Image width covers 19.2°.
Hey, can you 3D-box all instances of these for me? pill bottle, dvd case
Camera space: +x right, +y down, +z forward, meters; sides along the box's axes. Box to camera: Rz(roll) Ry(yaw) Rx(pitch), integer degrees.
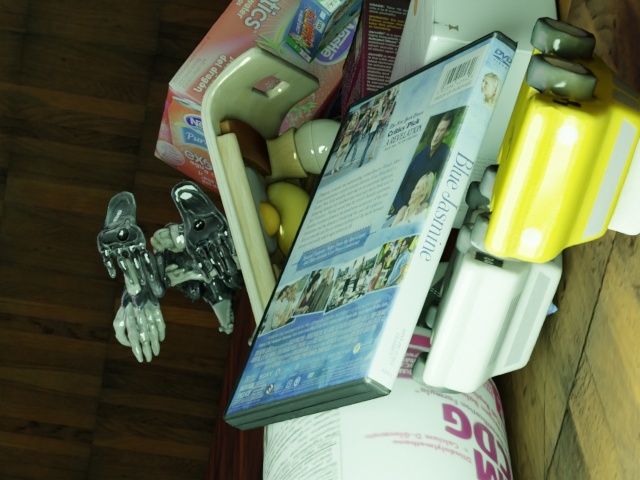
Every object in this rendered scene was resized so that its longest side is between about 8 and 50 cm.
[{"bbox_3d":[0.044,0.190,1.149,0.283,0.160,0.160,-92,12,-58],"label":"pill bottle"},{"bbox_3d":[0.030,-0.004,1.199,0.180,0.022,0.253,-22,41,57],"label":"dvd case"}]

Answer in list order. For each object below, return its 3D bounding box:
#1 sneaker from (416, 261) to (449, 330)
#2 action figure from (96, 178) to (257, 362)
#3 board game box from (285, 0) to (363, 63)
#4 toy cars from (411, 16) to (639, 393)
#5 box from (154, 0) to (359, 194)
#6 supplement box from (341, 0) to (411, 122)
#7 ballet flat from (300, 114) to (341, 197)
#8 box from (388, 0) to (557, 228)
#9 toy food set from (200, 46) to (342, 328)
[{"bbox_3d":[0.078,0.083,1.396,0.108,0.100,0.271,-45,-8,-8],"label":"sneaker"},{"bbox_3d":[-0.108,0.038,1.650,0.276,0.164,0.141,50,-150,-74],"label":"action figure"},{"bbox_3d":[0.053,-0.268,1.805,0.201,0.035,0.136,-46,-4,-15],"label":"board game box"},{"bbox_3d":[0.125,-0.005,1.072,0.394,0.087,0.176,104,-175,-67],"label":"toy cars"},{"bbox_3d":[-0.032,-0.194,1.981,0.300,0.142,0.154,-56,-7,-29],"label":"box"},{"bbox_3d":[0.067,-0.126,1.756,0.104,0.080,0.188,107,169,-48],"label":"supplement box"},{"bbox_3d":[0.015,0.030,1.996,0.124,0.116,0.342,-114,33,-45],"label":"ballet flat"},{"bbox_3d":[0.104,-0.112,1.352,0.130,0.091,0.170,-87,8,-46],"label":"box"},{"bbox_3d":[0.000,0.000,1.596,0.220,0.092,0.306,10,-116,-77],"label":"toy food set"}]
